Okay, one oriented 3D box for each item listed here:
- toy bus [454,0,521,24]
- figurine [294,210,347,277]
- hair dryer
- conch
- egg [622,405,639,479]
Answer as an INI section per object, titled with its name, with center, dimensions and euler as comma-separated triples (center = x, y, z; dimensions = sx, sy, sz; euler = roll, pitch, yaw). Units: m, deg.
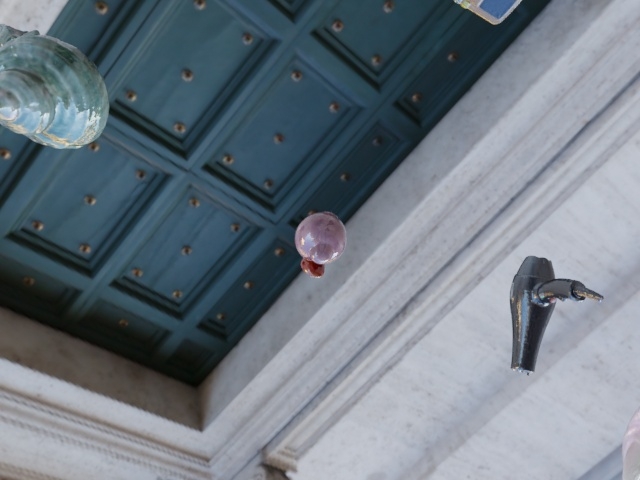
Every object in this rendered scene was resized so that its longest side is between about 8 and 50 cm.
[toy bus]
center = 0.227, -0.378, 0.856
dimensions = 0.114, 0.098, 0.201
euler = 29, -124, -8
[figurine]
center = 0.000, 0.000, 0.873
dimensions = 0.067, 0.071, 0.083
euler = 17, -152, -9
[hair dryer]
center = 0.424, 0.128, 1.251
dimensions = 0.091, 0.235, 0.271
euler = 14, 167, -5
[conch]
center = -0.428, -0.238, 1.053
dimensions = 0.220, 0.195, 0.277
euler = 52, -159, -20
[egg]
center = 0.477, 0.203, 0.768
dimensions = 0.206, 0.271, 0.161
euler = -23, -78, -31
